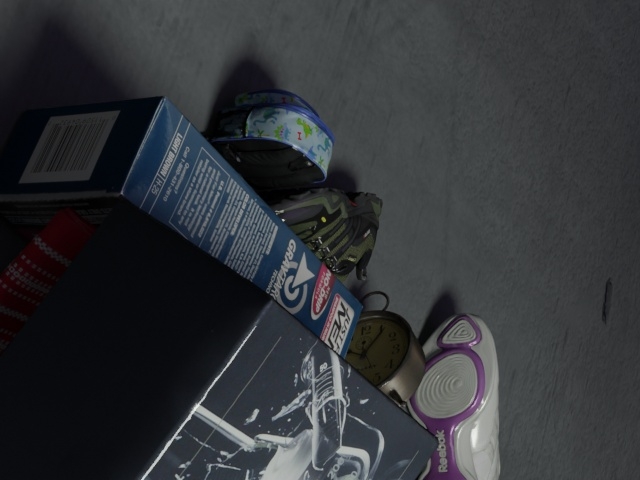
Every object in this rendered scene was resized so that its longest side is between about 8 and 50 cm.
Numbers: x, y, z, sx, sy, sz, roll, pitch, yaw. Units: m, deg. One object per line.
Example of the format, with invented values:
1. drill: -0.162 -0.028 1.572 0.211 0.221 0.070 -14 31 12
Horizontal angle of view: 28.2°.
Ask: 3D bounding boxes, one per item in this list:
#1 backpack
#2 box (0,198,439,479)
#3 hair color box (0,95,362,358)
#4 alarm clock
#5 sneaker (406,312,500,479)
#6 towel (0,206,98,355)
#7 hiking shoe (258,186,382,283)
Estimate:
1. backpack: -0.044 -0.107 1.328 0.105 0.114 0.084 39 61 -46
2. box: -0.121 0.204 0.985 0.343 0.179 0.312 -54 142 -6
3. hair color box: -0.124 0.016 1.177 0.347 0.174 0.105 47 54 -43
4. alarm clock: 0.058 0.132 1.473 0.192 0.129 0.064 -83 150 -43
5. sneaker: 0.179 0.247 1.674 0.152 0.114 0.305 9 85 -70
6. towel: -0.227 0.116 1.047 0.275 0.031 0.199 -48 135 3
7. hiking shoe: 0.000 0.000 1.416 0.227 0.086 0.114 1 87 -54
